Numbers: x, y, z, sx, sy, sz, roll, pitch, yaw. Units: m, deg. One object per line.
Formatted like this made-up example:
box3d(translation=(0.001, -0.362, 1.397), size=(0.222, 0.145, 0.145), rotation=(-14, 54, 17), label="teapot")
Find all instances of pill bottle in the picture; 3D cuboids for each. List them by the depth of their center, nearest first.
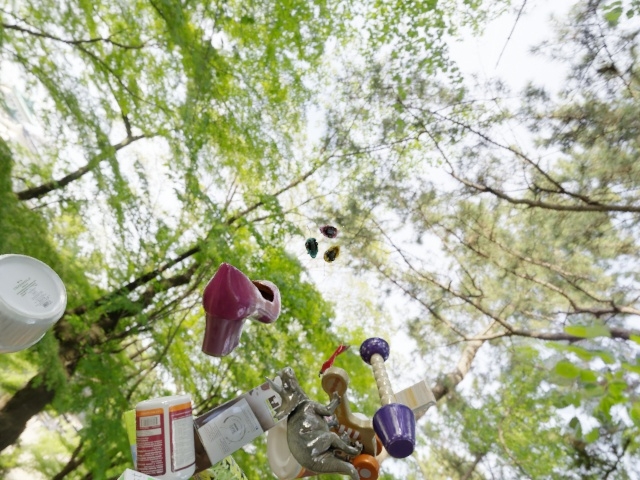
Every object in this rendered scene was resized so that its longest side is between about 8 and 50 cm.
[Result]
box3d(translation=(-0.339, 0.462, 0.916), size=(0.121, 0.121, 0.220), rotation=(-31, -117, 57), label="pill bottle")
box3d(translation=(0.011, 0.784, 1.625), size=(0.224, 0.393, 0.223), rotation=(-21, -116, 49), label="pill bottle")

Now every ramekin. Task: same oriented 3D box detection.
box3d(translation=(-0.664, 0.126, 0.906), size=(0.207, 0.109, 0.207), rotation=(53, 11, -15), label="ramekin")

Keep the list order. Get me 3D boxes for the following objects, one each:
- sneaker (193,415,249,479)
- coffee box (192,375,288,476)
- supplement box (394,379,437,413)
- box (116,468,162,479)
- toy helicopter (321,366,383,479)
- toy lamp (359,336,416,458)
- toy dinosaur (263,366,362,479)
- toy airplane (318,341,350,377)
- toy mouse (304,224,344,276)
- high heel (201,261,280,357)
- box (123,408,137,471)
box3d(translation=(-0.331, 0.716, 1.287), size=(0.384, 0.145, 0.147), rotation=(51, -31, -4), label="sneaker")
box3d(translation=(-0.234, 0.496, 1.126), size=(0.168, 0.297, 0.118), rotation=(-41, -108, 34), label="coffee box")
box3d(translation=(0.254, 0.428, 1.125), size=(0.036, 0.099, 0.062), rotation=(46, 19, -43), label="supplement box")
box3d(translation=(-0.264, 0.553, 0.691), size=(0.231, 0.126, 0.262), rotation=(38, -2, -24), label="box")
box3d(translation=(0.050, 0.547, 1.259), size=(0.235, 0.140, 0.354), rotation=(-7, -78, 15), label="toy helicopter")
box3d(translation=(0.127, 0.293, 0.807), size=(0.274, 0.080, 0.080), rotation=(-91, 160, -70), label="toy lamp")
box3d(translation=(-0.013, 0.428, 0.910), size=(0.313, 0.161, 0.120), rotation=(-120, -148, -47), label="toy dinosaur")
box3d(translation=(0.039, 0.387, 1.353), size=(0.028, 0.151, 0.151), rotation=(41, -34, 1), label="toy airplane")
box3d(translation=(0.000, 0.000, 1.232), size=(0.143, 0.160, 0.031), rotation=(41, -13, -25), label="toy mouse")
box3d(translation=(-0.149, 0.102, 0.925), size=(0.128, 0.377, 0.181), rotation=(14, -78, 3), label="high heel")
box3d(translation=(-0.443, 0.526, 1.100), size=(0.178, 0.109, 0.042), rotation=(67, -26, 20), label="box")
